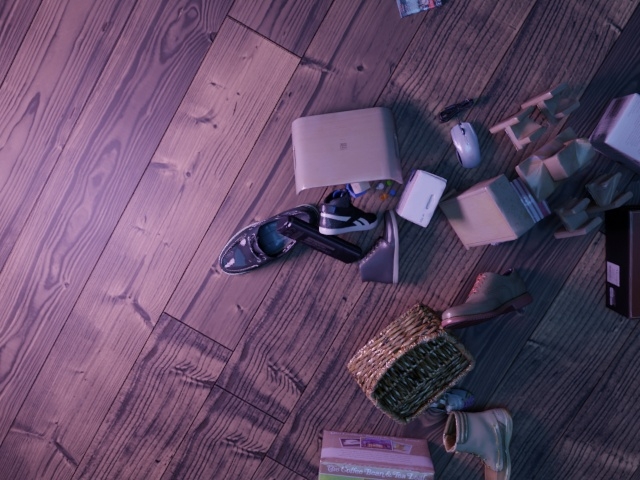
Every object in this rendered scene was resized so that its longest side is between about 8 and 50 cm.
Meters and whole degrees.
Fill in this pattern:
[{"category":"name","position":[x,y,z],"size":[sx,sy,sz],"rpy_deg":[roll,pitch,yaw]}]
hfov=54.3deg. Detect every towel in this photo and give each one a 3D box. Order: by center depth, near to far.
[{"category":"towel","position":[0.554,-0.091,1.819],"size":[0.197,0.029,0.144],"rpy_deg":[-31,95,4]}]

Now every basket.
[{"category":"basket","position":[0.256,0.351,1.762],"size":[0.299,0.213,0.223],"rpy_deg":[-41,66,7]}]

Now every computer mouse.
[{"category":"computer mouse","position":[0.414,-0.301,1.790],"size":[0.106,0.042,0.193],"rpy_deg":[-20,96,4]}]

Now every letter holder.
[{"category":"letter holder","position":[0.939,0.053,1.755],"size":[0.214,0.152,0.302],"rpy_deg":[-4,97,1]}]

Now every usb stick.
[{"category":"usb stick","position":[0.000,0.000,1.777],"size":[0.278,0.045,0.077],"rpy_deg":[24,141,-32]}]

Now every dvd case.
[{"category":"dvd case","position":[0.275,-0.689,1.763],"size":[0.119,0.013,0.087],"rpy_deg":[-17,96,4]}]

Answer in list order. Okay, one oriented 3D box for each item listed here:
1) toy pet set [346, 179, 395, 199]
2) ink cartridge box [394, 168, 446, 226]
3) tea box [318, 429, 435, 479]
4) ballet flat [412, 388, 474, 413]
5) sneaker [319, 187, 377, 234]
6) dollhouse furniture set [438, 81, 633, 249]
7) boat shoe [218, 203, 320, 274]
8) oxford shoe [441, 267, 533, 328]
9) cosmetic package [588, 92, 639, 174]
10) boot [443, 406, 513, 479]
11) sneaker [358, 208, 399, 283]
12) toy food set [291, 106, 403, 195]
[{"category":"toy pet set","position":[0.138,-0.165,1.825],"size":[0.114,0.065,0.122],"rpy_deg":[-29,99,-29]},{"category":"ink cartridge box","position":[0.277,-0.123,1.745],"size":[0.082,0.191,0.140],"rpy_deg":[24,98,0]},{"category":"tea box","position":[0.152,0.766,1.850],"size":[0.329,0.220,0.324],"rpy_deg":[4,97,3]},{"category":"ballet flat","position":[0.355,0.481,1.874],"size":[0.221,0.079,0.077],"rpy_deg":[9,100,2]},{"category":"sneaker","position":[0.088,-0.089,1.757],"size":[0.079,0.217,0.121],"rpy_deg":[17,111,42]},{"category":"dollhouse furniture set","position":[0.564,-0.159,1.724],"size":[0.394,0.256,0.362],"rpy_deg":[-35,96,-18]},{"category":"boat shoe","position":[-0.156,0.003,1.823],"size":[0.340,0.113,0.127],"rpy_deg":[-24,96,6]},{"category":"oxford shoe","position":[0.450,0.161,1.750],"size":[0.123,0.348,0.130],"rpy_deg":[-30,76,48]},{"category":"cosmetic package","position":[0.871,-0.288,1.712],"size":[0.183,0.151,0.151],"rpy_deg":[30,97,0]},{"category":"boot","position":[0.461,0.628,1.847],"size":[0.203,0.095,0.262],"rpy_deg":[3,94,-20]},{"category":"sneaker","position":[0.168,0.020,1.823],"size":[0.118,0.083,0.222],"rpy_deg":[-2,98,4]},{"category":"toy food set","position":[0.071,-0.248,1.775],"size":[0.306,0.092,0.220],"rpy_deg":[-7,73,8]}]
